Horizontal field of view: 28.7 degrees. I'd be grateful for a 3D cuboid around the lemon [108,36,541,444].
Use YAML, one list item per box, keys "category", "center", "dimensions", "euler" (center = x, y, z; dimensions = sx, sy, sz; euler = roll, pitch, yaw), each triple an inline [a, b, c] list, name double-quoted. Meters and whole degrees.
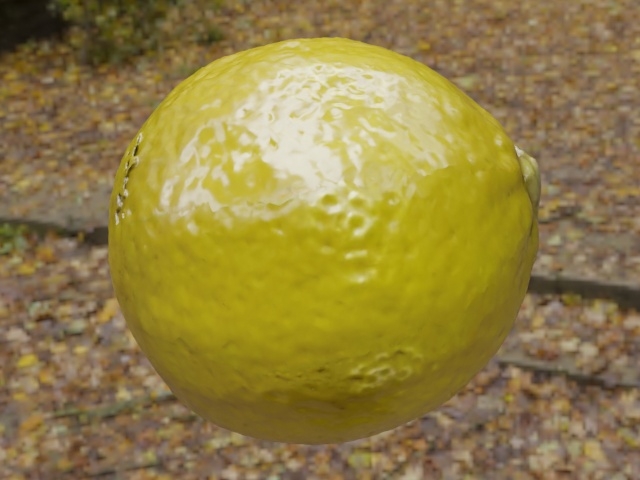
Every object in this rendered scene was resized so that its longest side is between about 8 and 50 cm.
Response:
- category: "lemon"
  center: [-0.001, 0.000, 0.826]
  dimensions: [0.293, 0.293, 0.293]
  euler: [-3, 21, 1]
